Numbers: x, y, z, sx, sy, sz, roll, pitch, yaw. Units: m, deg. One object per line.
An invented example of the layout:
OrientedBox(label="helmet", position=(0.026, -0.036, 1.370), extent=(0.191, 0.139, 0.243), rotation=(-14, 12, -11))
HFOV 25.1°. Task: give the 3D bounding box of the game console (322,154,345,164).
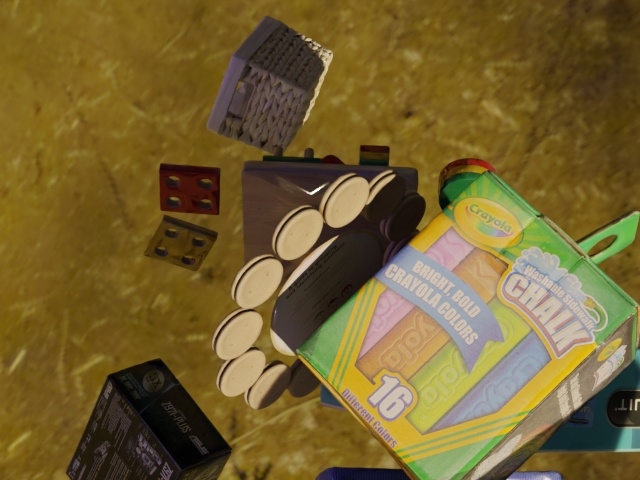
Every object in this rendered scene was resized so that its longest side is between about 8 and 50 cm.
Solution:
OrientedBox(label="game console", position=(0.000, 0.000, 1.576), extent=(0.124, 0.085, 0.144), rotation=(41, 65, -15))

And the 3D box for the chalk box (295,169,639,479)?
OrientedBox(label="chalk box", position=(0.112, 0.053, 0.900), extent=(0.213, 0.132, 0.132), rotation=(-43, 70, -6))

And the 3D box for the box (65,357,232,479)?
OrientedBox(label="box", position=(-0.197, 0.249, 1.620), extent=(0.077, 0.180, 0.147), rotation=(-16, 54, -43))

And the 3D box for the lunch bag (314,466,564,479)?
OrientedBox(label="lunch bag", position=(0.059, 0.381, 1.173), extent=(0.239, 0.385, 0.327), rotation=(6, 65, -17))

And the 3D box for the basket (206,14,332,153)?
OrientedBox(label="basket", position=(-0.059, -0.192, 1.788), extent=(0.103, 0.113, 0.167), rotation=(24, 29, 1))

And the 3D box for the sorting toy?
OrientedBox(label="sorting toy", position=(-0.003, -0.022, 1.129), extent=(0.275, 0.132, 0.046), rotation=(2, 48, 1))

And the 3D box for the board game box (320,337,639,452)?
OrientedBox(label="board game box", position=(0.208, 0.113, 1.149), extent=(0.336, 0.254, 0.079), rotation=(5, 90, -29))

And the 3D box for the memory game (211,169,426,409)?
OrientedBox(label="memory game", position=(0.001, 0.033, 0.931), extent=(0.186, 0.186, 0.012), rotation=(-33, 55, -27))
